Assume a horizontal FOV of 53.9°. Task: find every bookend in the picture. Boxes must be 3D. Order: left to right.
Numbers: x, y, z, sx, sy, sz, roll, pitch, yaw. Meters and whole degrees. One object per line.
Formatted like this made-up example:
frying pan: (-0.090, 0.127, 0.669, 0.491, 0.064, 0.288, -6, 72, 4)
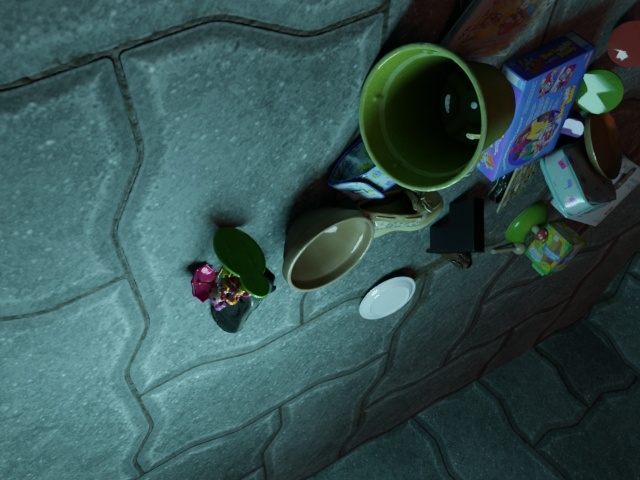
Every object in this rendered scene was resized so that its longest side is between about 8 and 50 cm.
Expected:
bookend: (0.394, -0.041, 1.852, 0.157, 0.156, 0.072, -4, 174, 39)

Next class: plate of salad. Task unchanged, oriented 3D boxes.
plate of salad: (0.208, 0.177, 1.992, 0.200, 0.048, 0.200, -18, 141, -15)

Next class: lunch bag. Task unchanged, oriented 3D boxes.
lunch bag: (0.103, -0.151, 1.392, 0.151, 0.096, 0.129, -35, 152, 18)
lunch bag: (0.796, -0.195, 1.946, 0.279, 0.224, 0.108, -12, 165, -47)

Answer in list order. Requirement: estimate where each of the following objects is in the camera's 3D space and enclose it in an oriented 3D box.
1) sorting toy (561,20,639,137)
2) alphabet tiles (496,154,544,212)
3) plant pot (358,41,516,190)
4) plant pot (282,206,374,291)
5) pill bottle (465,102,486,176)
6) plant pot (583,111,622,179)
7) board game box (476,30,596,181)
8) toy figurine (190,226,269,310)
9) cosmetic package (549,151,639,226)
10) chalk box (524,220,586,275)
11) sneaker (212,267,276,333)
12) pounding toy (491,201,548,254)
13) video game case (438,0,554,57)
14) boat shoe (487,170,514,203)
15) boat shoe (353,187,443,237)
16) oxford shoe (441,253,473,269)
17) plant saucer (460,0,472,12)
sorting toy: (0.791, -0.453, 1.745, 0.126, 0.127, 0.365, -52, 169, -45)
alphabet tiles: (0.622, -0.212, 1.905, 0.198, 0.009, 0.237, -37, 153, -31)
plant pot: (0.262, -0.260, 1.272, 0.254, 0.276, 0.276, -23, 148, -47)
plant pot: (0.000, 0.000, 1.461, 0.237, 0.109, 0.237, -26, 148, -18)
pill bottle: (0.359, -0.251, 1.514, 0.103, 0.103, 0.184, -13, 141, -37)
plant pot: (0.860, -0.299, 1.926, 0.236, 0.236, 0.032, -4, 175, -45)
board game box: (0.542, -0.336, 1.623, 0.233, 0.078, 0.347, -27, 148, -19)
toy figurine: (-0.203, 0.086, 1.329, 0.159, 0.173, 0.130, -42, 158, 32)
cosmetic package: (1.044, -0.198, 2.344, 0.377, 0.097, 0.284, 6, 131, -51)
chalk box: (0.912, 0.046, 2.492, 0.132, 0.132, 0.213, -7, 136, -43)
sneaker: (-0.173, 0.135, 1.475, 0.130, 0.087, 0.227, -42, 174, -40)
pounding toy: (0.754, -0.015, 2.259, 0.183, 0.110, 0.237, -8, 138, -41)
video game case: (0.367, -0.452, 1.276, 0.227, 0.026, 0.206, -15, 158, -36)
boat shoe: (0.553, -0.170, 1.900, 0.049, 0.042, 0.133, -11, 139, -35)
boat shoe: (0.200, -0.080, 1.573, 0.285, 0.104, 0.089, -20, 148, -28)
oxford shoe: (0.436, 0.041, 2.006, 0.083, 0.096, 0.227, -46, 148, 16)
plant saucer: (0.311, -0.491, 1.217, 0.119, 0.021, 0.119, -27, 149, -18)
